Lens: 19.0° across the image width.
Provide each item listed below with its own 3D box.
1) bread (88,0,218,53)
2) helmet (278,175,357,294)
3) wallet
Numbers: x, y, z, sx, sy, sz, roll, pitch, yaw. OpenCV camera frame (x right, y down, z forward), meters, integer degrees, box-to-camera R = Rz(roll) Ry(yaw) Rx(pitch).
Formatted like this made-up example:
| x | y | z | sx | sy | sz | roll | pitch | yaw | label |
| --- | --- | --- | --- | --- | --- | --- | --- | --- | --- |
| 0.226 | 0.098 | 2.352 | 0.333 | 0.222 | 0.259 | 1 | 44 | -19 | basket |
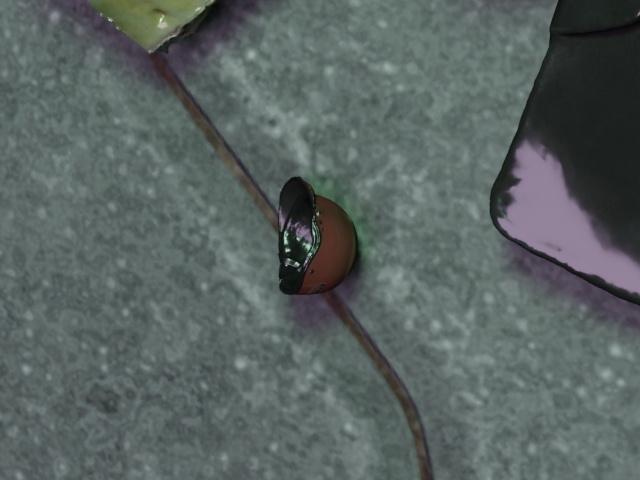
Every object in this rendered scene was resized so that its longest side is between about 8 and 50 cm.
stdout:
| x | y | z | sx | sy | sz | roll | pitch | yaw | label |
| --- | --- | --- | --- | --- | --- | --- | --- | --- | --- |
| -0.104 | -0.209 | 1.300 | 0.232 | 0.064 | 0.172 | 3 | 121 | 14 | bread |
| 0.001 | -0.001 | 1.313 | 0.065 | 0.049 | 0.084 | 147 | 127 | -63 | helmet |
| 0.241 | -0.141 | 1.152 | 0.197 | 0.051 | 0.377 | 27 | 111 | 21 | wallet |
